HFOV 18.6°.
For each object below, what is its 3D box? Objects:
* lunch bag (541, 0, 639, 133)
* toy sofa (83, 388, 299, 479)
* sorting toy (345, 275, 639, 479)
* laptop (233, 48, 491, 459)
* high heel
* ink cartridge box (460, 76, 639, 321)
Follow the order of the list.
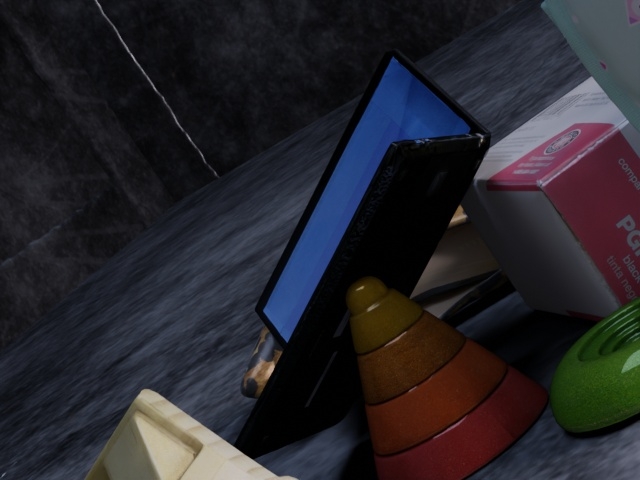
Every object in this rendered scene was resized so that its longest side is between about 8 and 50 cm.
[{"bbox_3d":[0.275,-0.132,1.032,0.223,0.262,0.160,-24,54,47],"label":"lunch bag"},{"bbox_3d":[-0.105,0.236,0.919,0.150,0.177,0.362,-57,-3,26],"label":"toy sofa"},{"bbox_3d":[0.140,0.032,1.110,0.365,0.126,0.127,-28,10,40],"label":"sorting toy"},{"bbox_3d":[0.000,0.000,1.315,0.234,0.136,0.264,-63,-19,16],"label":"laptop"},{"bbox_3d":[0.065,0.036,1.476,0.261,0.093,0.186,-31,0,-39],"label":"high heel"},{"bbox_3d":[0.251,-0.074,1.310,0.283,0.117,0.207,-36,8,-9],"label":"ink cartridge box"}]
